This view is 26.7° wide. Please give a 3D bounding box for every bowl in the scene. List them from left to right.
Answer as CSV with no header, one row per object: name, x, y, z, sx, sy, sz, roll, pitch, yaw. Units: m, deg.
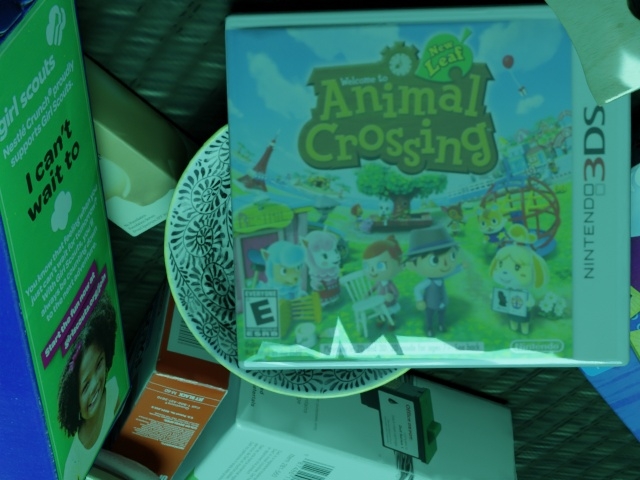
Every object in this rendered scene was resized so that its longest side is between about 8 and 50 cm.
bowl,0.000,0.000,0.780,0.170,0.080,0.170,1,98,4

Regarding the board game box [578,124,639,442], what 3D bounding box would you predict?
board game box,0.311,0.039,0.748,0.318,0.066,0.318,-33,105,35

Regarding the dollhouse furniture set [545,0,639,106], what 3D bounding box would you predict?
dollhouse furniture set,0.207,-0.075,0.600,0.129,0.129,0.183,-25,96,29

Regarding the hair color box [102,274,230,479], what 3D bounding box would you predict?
hair color box,-0.108,0.102,0.919,0.053,0.093,0.167,17,137,-14

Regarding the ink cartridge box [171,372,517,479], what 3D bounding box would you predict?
ink cartridge box,0.011,0.164,0.981,0.219,0.092,0.160,20,137,-18

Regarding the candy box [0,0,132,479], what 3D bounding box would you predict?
candy box,-0.260,-0.008,0.731,0.268,0.122,0.317,9,134,10

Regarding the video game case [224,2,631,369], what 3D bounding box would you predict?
video game case,0.058,-0.027,0.718,0.212,0.023,0.193,-1,98,5

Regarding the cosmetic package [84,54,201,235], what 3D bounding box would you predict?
cosmetic package,-0.127,-0.057,0.774,0.060,0.041,0.115,-29,130,33

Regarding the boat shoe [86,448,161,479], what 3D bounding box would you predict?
boat shoe,-0.242,0.146,0.891,0.302,0.103,0.113,11,117,-1
